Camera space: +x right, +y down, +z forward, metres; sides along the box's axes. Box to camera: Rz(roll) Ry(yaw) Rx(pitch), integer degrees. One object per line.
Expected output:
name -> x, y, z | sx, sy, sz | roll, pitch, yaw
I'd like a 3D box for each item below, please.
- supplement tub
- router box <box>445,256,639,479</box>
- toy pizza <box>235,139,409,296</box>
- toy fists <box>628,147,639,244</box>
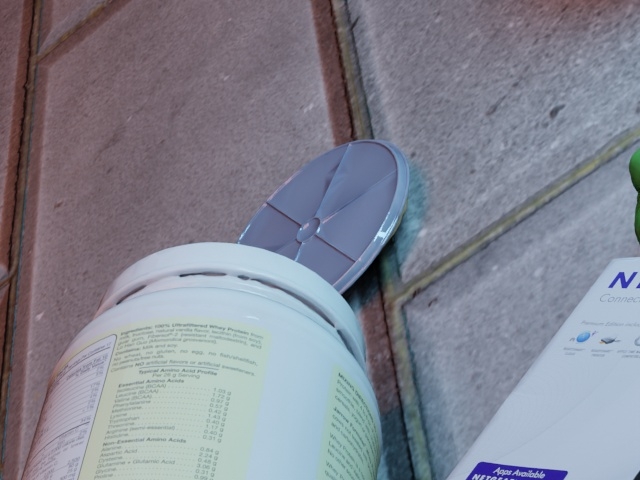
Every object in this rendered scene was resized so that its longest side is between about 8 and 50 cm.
supplement tub -> -0.081, 0.180, 1.202 | 0.235, 0.235, 0.325 | -29, 31, 28
router box -> 0.223, 0.131, 0.969 | 0.335, 0.082, 0.301 | -4, 38, 50
toy pizza -> 0.000, 0.000, 1.529 | 0.201, 0.032, 0.201 | -33, 31, 23
toy fists -> 0.315, -0.065, 1.139 | 0.279, 0.096, 0.142 | -28, 33, 32
